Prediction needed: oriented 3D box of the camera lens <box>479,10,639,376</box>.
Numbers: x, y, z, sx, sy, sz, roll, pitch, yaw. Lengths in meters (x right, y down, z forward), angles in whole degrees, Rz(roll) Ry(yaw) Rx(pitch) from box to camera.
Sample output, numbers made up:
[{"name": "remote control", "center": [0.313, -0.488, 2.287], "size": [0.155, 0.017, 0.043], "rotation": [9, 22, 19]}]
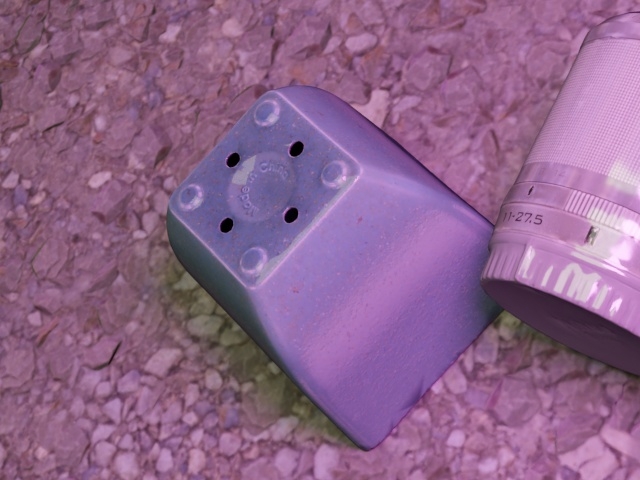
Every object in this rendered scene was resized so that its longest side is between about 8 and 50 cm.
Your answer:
[{"name": "camera lens", "center": [0.284, -0.042, 1.437], "size": [0.219, 0.219, 0.274], "rotation": [20, 78, 34]}]

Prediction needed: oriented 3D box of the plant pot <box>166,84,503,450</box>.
[{"name": "plant pot", "center": [0.000, 0.000, 1.553], "size": [0.247, 0.252, 0.248], "rotation": [-48, 54, 2]}]
